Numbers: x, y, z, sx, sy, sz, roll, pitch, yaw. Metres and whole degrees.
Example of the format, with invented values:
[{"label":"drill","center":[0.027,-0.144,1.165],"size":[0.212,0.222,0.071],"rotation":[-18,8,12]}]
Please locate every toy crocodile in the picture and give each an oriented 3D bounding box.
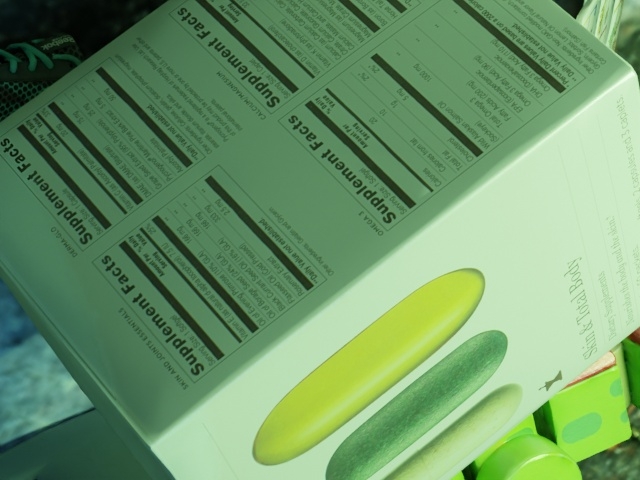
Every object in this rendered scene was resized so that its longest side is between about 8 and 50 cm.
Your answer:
[{"label":"toy crocodile","center":[0.160,0.088,1.194],"size":[0.341,0.115,0.105],"rotation":[-25,126,-17]}]

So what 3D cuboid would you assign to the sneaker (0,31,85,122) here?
[{"label":"sneaker","center":[-0.151,-0.074,0.954],"size":[0.166,0.065,0.076],"rotation":[25,96,-47]}]

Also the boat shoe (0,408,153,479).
[{"label":"boat shoe","center":[-0.124,0.200,1.075],"size":[0.367,0.136,0.156],"rotation":[-21,125,-16]}]

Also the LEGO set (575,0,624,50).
[{"label":"LEGO set","center":[0.142,-0.190,1.024],"size":[0.182,0.060,0.244],"rotation":[-54,155,-60]}]

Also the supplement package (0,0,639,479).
[{"label":"supplement package","center":[0.000,0.000,0.930],"size":[0.263,0.198,0.199],"rotation":[-38,145,-10]}]
